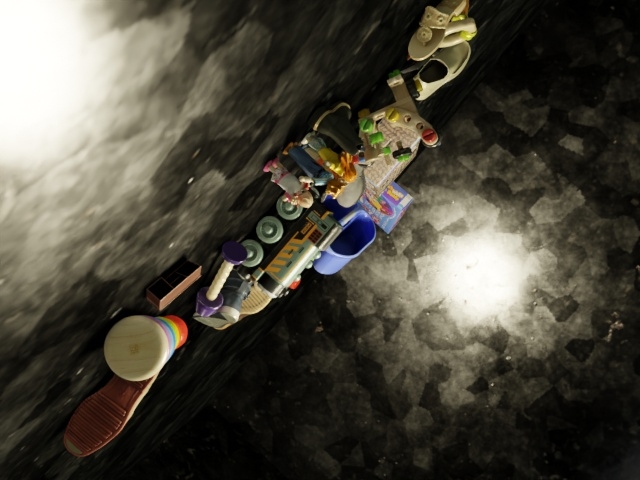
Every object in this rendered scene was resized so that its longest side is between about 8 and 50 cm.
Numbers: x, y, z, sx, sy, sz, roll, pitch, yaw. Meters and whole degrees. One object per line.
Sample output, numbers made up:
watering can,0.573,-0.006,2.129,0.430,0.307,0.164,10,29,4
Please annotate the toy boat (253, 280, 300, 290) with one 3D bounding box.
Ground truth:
toy boat,-0.142,0.067,2.056,0.267,0.148,0.318,-51,166,-19

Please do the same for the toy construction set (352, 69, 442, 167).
toy construction set,0.167,-0.338,1.694,0.257,0.237,0.309,-15,179,43

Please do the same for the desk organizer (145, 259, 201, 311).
desk organizer,-0.330,0.094,1.387,0.130,0.047,0.050,-44,169,-32

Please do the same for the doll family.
doll family,-0.001,-0.171,1.450,0.118,0.163,0.263,-50,173,35

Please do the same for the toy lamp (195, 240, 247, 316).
toy lamp,-0.276,0.115,1.678,0.080,0.080,0.274,-40,170,-48

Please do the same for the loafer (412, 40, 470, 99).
loafer,0.400,-0.567,2.013,0.268,0.102,0.092,-47,178,-10

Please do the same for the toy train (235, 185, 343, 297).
toy train,-0.091,0.006,1.757,0.334,0.190,0.142,-49,172,5

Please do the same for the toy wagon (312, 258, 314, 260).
toy wagon,0.000,0.000,2.728,0.344,0.068,0.267,-44,171,-25

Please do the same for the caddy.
caddy,0.057,-0.039,2.213,0.179,0.241,0.341,-46,176,39

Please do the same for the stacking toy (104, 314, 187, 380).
stacking toy,-0.390,0.235,1.479,0.141,0.141,0.330,-49,177,1

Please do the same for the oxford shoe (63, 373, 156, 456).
oxford shoe,-0.528,0.418,1.622,0.348,0.123,0.130,-47,178,0

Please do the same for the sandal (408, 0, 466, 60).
sandal,0.287,-0.568,1.560,0.240,0.088,0.079,-53,143,-18

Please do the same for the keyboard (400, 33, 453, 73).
keyboard,0.316,-0.551,1.794,0.180,0.023,0.108,-46,-155,-22

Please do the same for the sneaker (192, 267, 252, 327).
sneaker,-0.291,0.172,1.855,0.226,0.086,0.163,-17,-133,48

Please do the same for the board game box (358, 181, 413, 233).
board game box,0.261,-0.176,2.688,0.078,0.233,0.347,-46,173,-13

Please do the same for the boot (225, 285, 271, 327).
boot,-0.270,0.223,2.156,0.248,0.090,0.207,-31,180,1

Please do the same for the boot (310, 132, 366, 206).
boot,0.046,-0.184,1.974,0.223,0.118,0.338,-41,159,-29

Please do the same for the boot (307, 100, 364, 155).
boot,0.062,-0.261,1.482,0.077,0.137,0.198,-54,172,31

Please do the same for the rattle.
rattle,0.319,-0.597,1.695,0.200,0.142,0.130,-13,-168,19

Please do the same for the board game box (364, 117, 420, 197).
board game box,0.227,-0.300,2.217,0.232,0.141,0.291,-49,173,1
